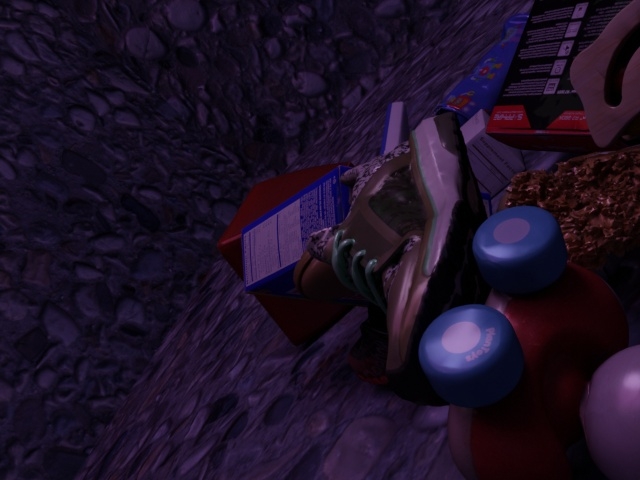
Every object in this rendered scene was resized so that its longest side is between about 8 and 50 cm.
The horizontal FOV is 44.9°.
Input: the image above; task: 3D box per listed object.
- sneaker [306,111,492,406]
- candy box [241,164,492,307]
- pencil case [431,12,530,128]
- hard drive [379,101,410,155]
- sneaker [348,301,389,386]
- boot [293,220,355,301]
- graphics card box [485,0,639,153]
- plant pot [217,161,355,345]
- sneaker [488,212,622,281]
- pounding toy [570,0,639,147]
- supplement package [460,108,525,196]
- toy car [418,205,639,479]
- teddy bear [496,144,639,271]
[{"bbox_3d":[0.073,0.021,0.782,0.181,0.158,0.410,-16,27,19],"label":"sneaker"},{"bbox_3d":[0.062,0.009,1.181,0.317,0.268,0.122,-27,60,57],"label":"candy box"},{"bbox_3d":[0.350,-0.318,1.552,0.306,0.119,0.133,-51,35,-17],"label":"pencil case"},{"bbox_3d":[0.151,-0.117,1.474,0.040,0.210,0.319,-6,25,11],"label":"hard drive"},{"bbox_3d":[0.101,0.124,1.041,0.098,0.135,0.276,-57,14,-27],"label":"sneaker"},{"bbox_3d":[0.113,0.065,0.877,0.236,0.089,0.270,-32,42,-1],"label":"boot"},{"bbox_3d":[0.391,-0.302,1.069,0.232,0.094,0.371,16,86,62],"label":"graphics card box"},{"bbox_3d":[0.000,0.000,1.533,0.235,0.267,0.267,-26,22,27],"label":"plant pot"},{"bbox_3d":[0.245,0.025,0.936,0.091,0.094,0.258,-46,13,-9],"label":"sneaker"},{"bbox_3d":[0.410,-0.206,0.810,0.154,0.154,0.269,-16,-24,-41],"label":"pounding toy"},{"bbox_3d":[0.248,-0.119,1.334,0.179,0.105,0.105,-42,13,24],"label":"supplement package"},{"bbox_3d":[0.235,0.114,0.594,0.237,0.219,0.210,4,47,37],"label":"toy car"},{"bbox_3d":[0.322,-0.040,0.747,0.337,0.113,0.245,-10,8,41],"label":"teddy bear"}]
